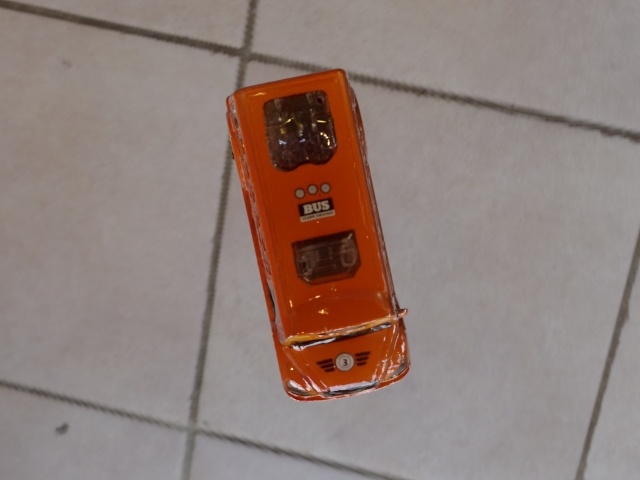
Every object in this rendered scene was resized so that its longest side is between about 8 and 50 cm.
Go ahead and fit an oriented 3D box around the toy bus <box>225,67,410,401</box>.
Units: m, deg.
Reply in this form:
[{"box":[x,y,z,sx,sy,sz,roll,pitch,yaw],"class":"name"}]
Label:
[{"box":[0.000,0.000,1.263,0.143,0.153,0.329,-11,92,-3],"class":"toy bus"}]
